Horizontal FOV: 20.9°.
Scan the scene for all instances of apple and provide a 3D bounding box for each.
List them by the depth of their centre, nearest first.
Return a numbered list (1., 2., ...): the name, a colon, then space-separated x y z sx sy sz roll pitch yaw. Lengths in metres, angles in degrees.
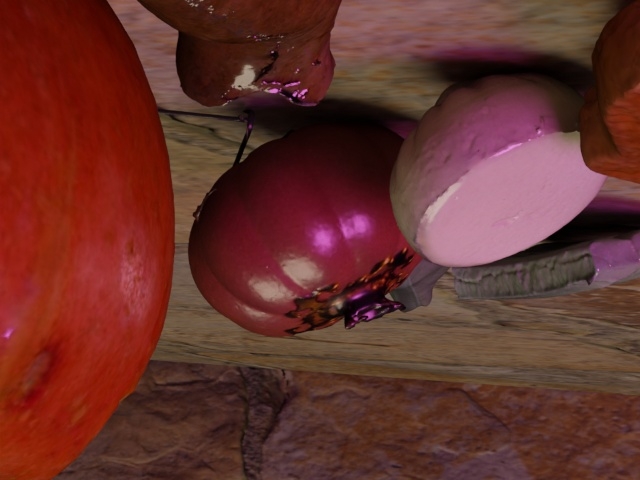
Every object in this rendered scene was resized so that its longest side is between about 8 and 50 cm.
1. apple: -0.234 -0.025 0.776 0.340 0.339 0.339 7 171 1

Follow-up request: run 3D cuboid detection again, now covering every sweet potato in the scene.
1. sweet potato: -0.063 -0.121 0.706 0.112 0.085 0.286 -20 161 22

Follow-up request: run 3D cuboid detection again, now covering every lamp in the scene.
1. lamp: -0.106 -0.085 1.169 0.121 0.041 0.054 12 162 -5
2. lamp: 0.000 0.000 1.189 0.182 0.140 0.182 -25 166 -7

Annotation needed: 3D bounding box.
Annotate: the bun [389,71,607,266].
1. bun: 0.098 -0.054 1.024 0.138 0.094 0.138 -21 154 -11

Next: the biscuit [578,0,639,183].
1. biscuit: 0.331 -0.065 0.822 0.455 0.078 0.350 -1 165 39

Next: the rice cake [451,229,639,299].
1. rice cake: 0.215 0.019 1.433 0.127 0.043 0.237 -13 -179 -23

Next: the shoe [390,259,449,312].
1. shoe: 0.079 0.005 1.513 0.078 0.079 0.195 -31 160 -5
